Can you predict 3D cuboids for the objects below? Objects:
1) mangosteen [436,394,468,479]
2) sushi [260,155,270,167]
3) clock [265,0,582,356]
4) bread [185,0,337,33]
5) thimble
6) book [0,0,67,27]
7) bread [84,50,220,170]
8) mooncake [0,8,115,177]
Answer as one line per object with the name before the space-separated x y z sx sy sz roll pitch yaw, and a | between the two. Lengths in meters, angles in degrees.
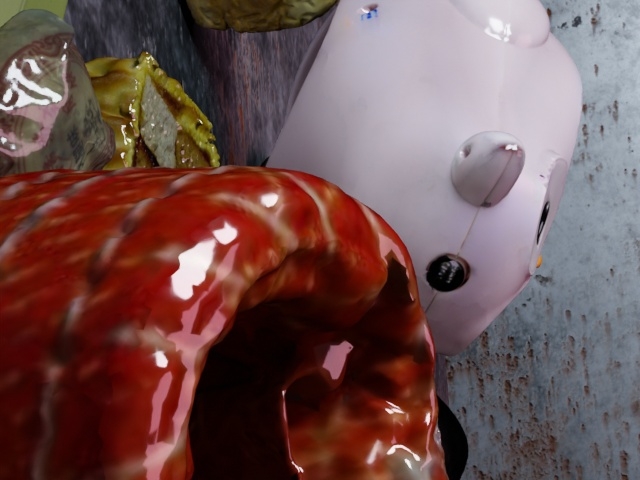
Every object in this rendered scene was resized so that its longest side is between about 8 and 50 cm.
mangosteen | 0.031 0.235 1.752 0.243 0.243 0.243 -5 90 -78
sushi | 0.000 0.000 1.916 0.127 0.124 0.225 -5 89 -76
clock | 0.080 -0.070 1.579 0.377 0.250 0.368 -92 -155 -62
bread | -0.070 -0.334 1.604 0.294 0.167 0.132 72 18 -47
thimble | -0.093 0.121 0.971 0.350 0.230 0.350 -2 92 -58
book | -0.238 -0.222 1.077 0.352 0.035 0.239 70 22 -54
bread | -0.146 -0.038 1.297 0.222 0.096 0.181 56 31 -63
mooncake | -0.187 -0.070 1.078 0.130 0.073 0.125 -56 150 -38
